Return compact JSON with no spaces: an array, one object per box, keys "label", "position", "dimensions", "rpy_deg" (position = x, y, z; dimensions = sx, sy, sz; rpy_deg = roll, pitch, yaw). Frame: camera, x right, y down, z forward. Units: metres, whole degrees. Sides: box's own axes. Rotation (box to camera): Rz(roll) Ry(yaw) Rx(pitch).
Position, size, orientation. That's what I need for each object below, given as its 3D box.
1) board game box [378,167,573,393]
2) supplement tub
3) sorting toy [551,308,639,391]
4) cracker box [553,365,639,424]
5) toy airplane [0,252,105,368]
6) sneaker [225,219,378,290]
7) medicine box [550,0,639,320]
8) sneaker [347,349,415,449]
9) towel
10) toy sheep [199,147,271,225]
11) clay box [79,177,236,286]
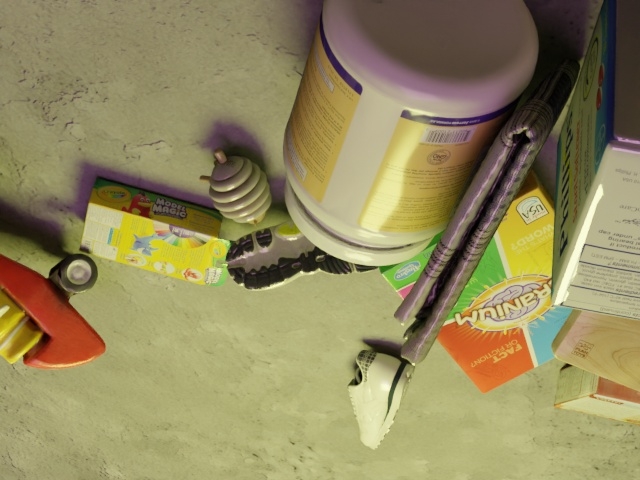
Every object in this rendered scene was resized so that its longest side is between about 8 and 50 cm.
[{"label":"board game box","position":[0.254,0.059,1.759],"dimensions":[0.242,0.064,0.316],"rpy_deg":[-30,130,15]},{"label":"supplement tub","position":[0.089,-0.146,1.455],"dimensions":[0.241,0.241,0.331],"rpy_deg":[14,142,-5]},{"label":"sorting toy","position":[0.476,0.078,1.707],"dimensions":[0.257,0.089,0.255],"rpy_deg":[22,113,-14]},{"label":"cracker box","position":[0.462,0.229,1.913],"dimensions":[0.155,0.067,0.232],"rpy_deg":[13,168,-3]},{"label":"toy airplane","position":[-0.549,0.082,1.857],"dimensions":[0.384,0.273,0.386],"rpy_deg":[17,167,29]},{"label":"sneaker","position":[0.000,0.000,1.791],"dimensions":[0.275,0.107,0.110],"rpy_deg":[-10,-178,7]},{"label":"medicine box","position":[0.365,-0.097,1.435],"dimensions":[0.149,0.264,0.289],"rpy_deg":[10,142,2]},{"label":"sneaker","position":[0.090,0.262,2.112],"dimensions":[0.094,0.090,0.235],"rpy_deg":[21,139,7]},{"label":"towel","position":[0.189,-0.043,1.455],"dimensions":[0.056,0.312,0.324],"rpy_deg":[28,118,7]},{"label":"toy sheep","position":[-0.114,-0.073,1.723],"dimensions":[0.091,0.091,0.132],"rpy_deg":[-13,131,27]},{"label":"clay box","position":[-0.235,-0.008,1.856],"dimensions":[0.222,0.053,0.127],"rpy_deg":[15,142,-8]}]
